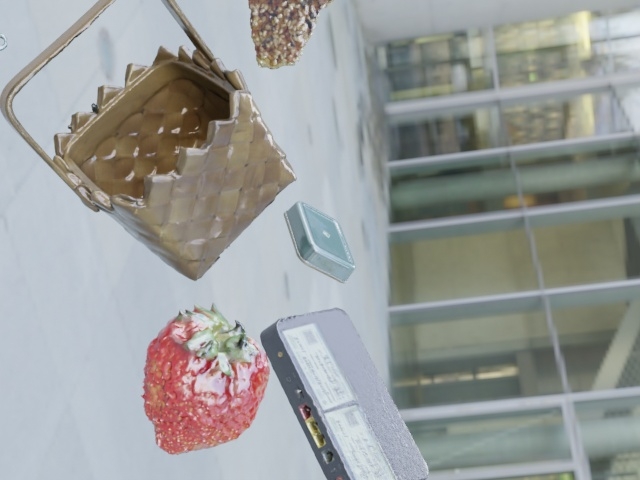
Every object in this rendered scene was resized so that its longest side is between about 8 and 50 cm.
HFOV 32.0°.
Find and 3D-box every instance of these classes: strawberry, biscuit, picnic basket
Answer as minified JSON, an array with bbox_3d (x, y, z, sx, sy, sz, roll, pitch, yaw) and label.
[{"bbox_3d":[-0.121,0.148,1.164,0.131,0.131,0.148,-87,-171,-54],"label":"strawberry"},{"bbox_3d":[-0.028,-0.327,1.319,0.026,0.131,0.236,-11,96,-69],"label":"biscuit"},{"bbox_3d":[-0.220,-0.143,1.419,0.291,0.254,0.321,32,-18,53],"label":"picnic basket"}]

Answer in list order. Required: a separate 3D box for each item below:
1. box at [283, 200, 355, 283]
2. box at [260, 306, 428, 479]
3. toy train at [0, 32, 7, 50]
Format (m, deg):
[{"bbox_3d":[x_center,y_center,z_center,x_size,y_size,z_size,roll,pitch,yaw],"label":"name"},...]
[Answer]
[{"bbox_3d":[0.000,0.000,1.546,0.091,0.031,0.126,29,24,-29],"label":"box"},{"bbox_3d":[0.041,0.286,1.931,0.211,0.058,0.350,-6,65,-51],"label":"box"},{"bbox_3d":[-0.479,-0.232,1.296,0.136,0.228,0.091,-114,-161,-62],"label":"toy train"}]
